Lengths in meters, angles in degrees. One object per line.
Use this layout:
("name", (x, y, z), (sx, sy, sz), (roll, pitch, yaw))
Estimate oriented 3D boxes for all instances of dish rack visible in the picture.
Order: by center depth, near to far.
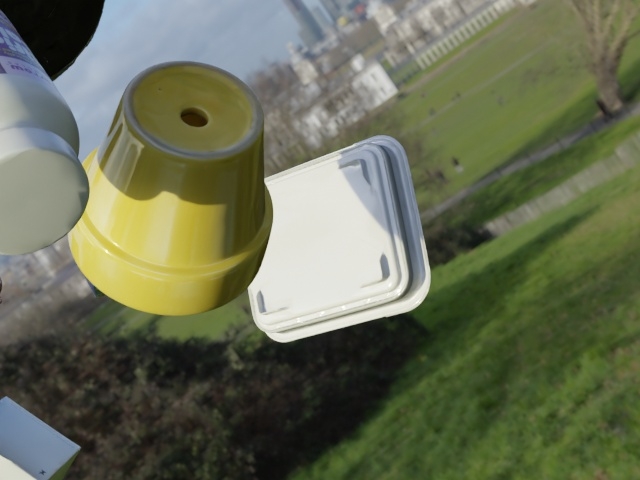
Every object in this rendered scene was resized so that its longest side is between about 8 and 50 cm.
("dish rack", (0.000, 0.000, 1.689), (0.333, 0.285, 0.072), (-18, -14, 33))

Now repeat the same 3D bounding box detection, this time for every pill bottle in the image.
("pill bottle", (-0.348, -0.123, 1.080), (0.169, 0.169, 0.301), (-36, 51, -5))

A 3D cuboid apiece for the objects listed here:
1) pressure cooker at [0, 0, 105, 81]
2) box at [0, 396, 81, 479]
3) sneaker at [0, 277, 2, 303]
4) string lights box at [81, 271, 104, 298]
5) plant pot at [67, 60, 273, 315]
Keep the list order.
("pressure cooker", (-0.571, -0.410, 1.638), (0.375, 0.369, 0.420), (-36, 32, -29))
("box", (-0.564, 0.402, 1.917), (0.119, 0.181, 0.182), (-56, -2, 13))
("sneaker", (-0.593, 0.098, 1.878), (0.069, 0.084, 0.185), (-41, 26, -19))
("string lights box", (-0.361, 0.022, 1.875), (0.133, 0.076, 0.259), (-28, -6, -14))
("plant pot", (-0.171, -0.076, 1.281), (0.254, 0.254, 0.239), (-42, -17, -38))
